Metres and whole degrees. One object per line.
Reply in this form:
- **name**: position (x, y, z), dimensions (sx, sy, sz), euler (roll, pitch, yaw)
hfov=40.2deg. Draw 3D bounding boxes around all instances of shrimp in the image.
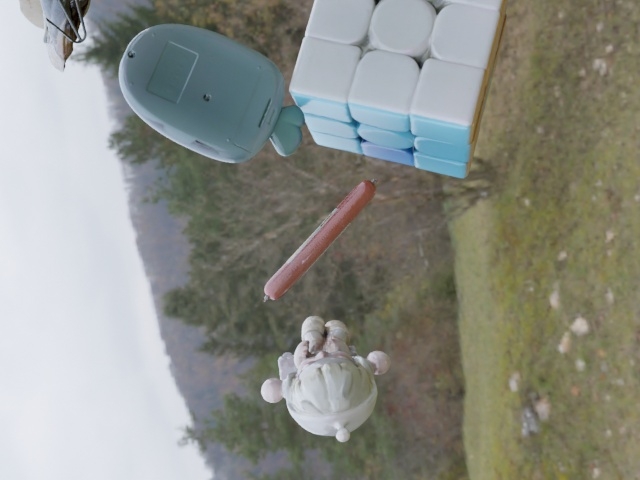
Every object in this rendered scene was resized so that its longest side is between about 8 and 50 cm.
- **shrimp**: position (-0.320, -0.316, 1.078), dimensions (0.289, 0.075, 0.178), euler (-45, 48, 52)

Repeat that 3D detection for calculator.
- **calculator**: position (-0.160, -0.222, 1.338), dimensions (0.185, 0.299, 0.041), euler (-67, 10, -11)

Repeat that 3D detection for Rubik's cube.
- **Rubik's cube**: position (0.141, -0.301, 1.446), dimensions (0.291, 0.291, 0.291), euler (59, -135, -77)

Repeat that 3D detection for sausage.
- **sausage**: position (0.000, 0.000, 1.170), dimensions (0.029, 0.223, 0.029), euler (43, 180, 0)

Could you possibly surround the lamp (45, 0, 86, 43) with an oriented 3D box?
- **lamp**: position (-0.286, -0.263, 0.948), dimensions (0.121, 0.041, 0.054), euler (55, 170, 41)

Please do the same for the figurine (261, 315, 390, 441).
- **figurine**: position (0.004, 0.220, 1.330), dimensions (0.256, 0.182, 0.144), euler (-97, 21, -78)

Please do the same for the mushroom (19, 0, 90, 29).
- **mushroom**: position (-0.405, -0.468, 1.286), dimensions (0.159, 0.122, 0.328), euler (86, 174, -66)
